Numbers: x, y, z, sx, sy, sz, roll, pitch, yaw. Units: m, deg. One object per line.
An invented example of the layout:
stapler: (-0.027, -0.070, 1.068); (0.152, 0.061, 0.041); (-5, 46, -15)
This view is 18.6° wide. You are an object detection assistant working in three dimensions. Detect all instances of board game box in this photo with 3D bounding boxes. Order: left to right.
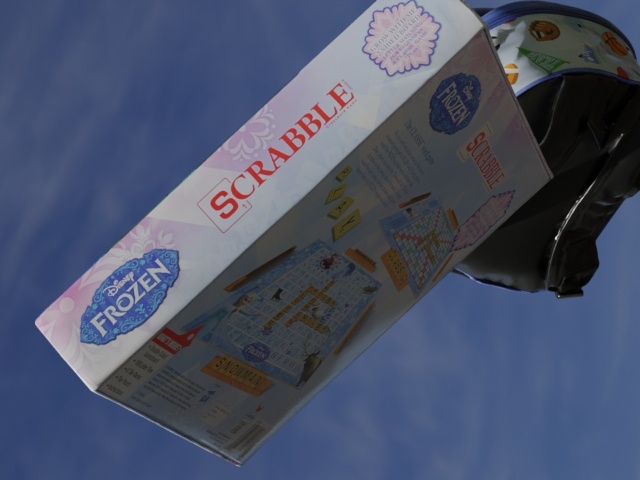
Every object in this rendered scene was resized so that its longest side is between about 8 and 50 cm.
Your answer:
board game box: (0.000, 0.000, 1.291); (0.318, 0.066, 0.318); (-43, -20, 0)

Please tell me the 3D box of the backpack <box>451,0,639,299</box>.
backpack: (0.185, -0.094, 1.803); (0.277, 0.213, 0.263); (10, -43, -41)
